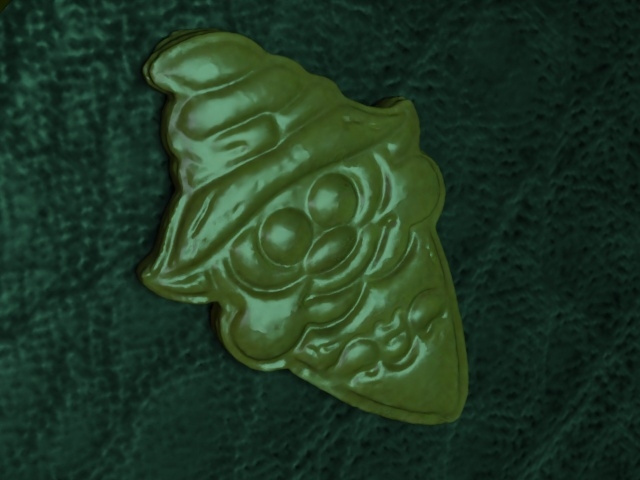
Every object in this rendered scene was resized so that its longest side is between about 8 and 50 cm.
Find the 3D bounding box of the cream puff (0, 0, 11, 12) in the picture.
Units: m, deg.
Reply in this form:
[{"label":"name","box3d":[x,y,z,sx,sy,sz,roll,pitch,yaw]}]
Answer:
[{"label":"cream puff","box3d":[-0.223,-0.166,0.521,0.327,0.231,0.343,-3,93,-27]}]

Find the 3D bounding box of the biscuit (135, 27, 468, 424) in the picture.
[{"label":"biscuit","box3d":[0.000,0.000,0.752,0.162,0.035,0.250,-42,112,-10]}]
